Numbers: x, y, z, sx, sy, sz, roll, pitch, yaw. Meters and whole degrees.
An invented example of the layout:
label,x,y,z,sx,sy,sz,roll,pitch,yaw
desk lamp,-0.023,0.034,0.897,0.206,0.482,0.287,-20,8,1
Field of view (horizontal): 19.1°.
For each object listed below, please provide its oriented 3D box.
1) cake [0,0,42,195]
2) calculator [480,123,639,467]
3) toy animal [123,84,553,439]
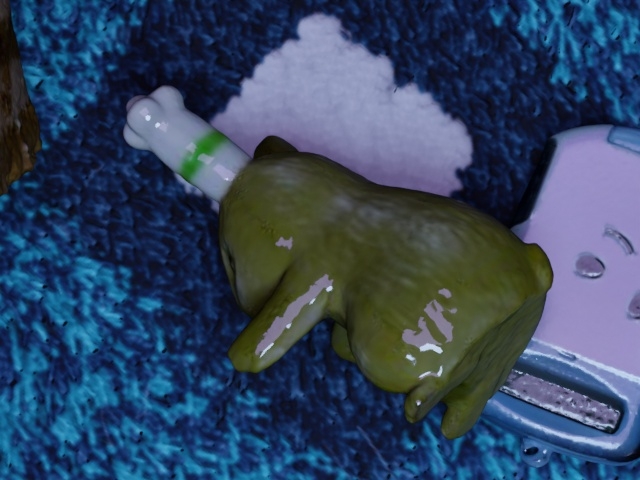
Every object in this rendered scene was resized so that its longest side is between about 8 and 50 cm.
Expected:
label,x,y,z,sx,sy,sz,roll,pitch,yaw
cake,-0.349,-0.174,1.504,0.198,0.196,0.293,-4,107,12
calculator,0.220,0.046,1.550,0.173,0.051,0.293,21,83,7
toy animal,-0.001,0.020,1.501,0.363,0.181,0.180,24,95,26
